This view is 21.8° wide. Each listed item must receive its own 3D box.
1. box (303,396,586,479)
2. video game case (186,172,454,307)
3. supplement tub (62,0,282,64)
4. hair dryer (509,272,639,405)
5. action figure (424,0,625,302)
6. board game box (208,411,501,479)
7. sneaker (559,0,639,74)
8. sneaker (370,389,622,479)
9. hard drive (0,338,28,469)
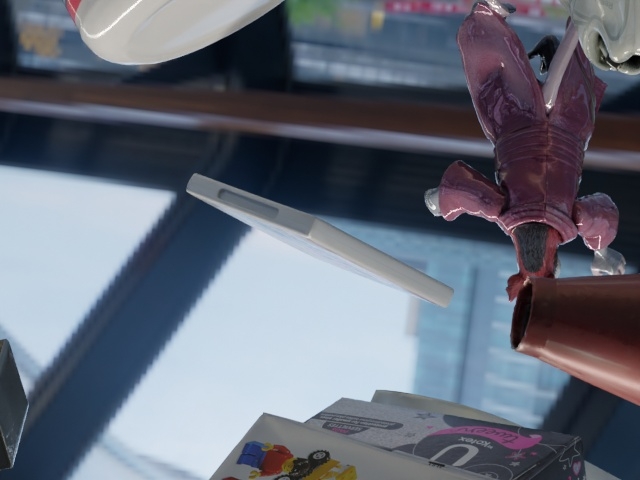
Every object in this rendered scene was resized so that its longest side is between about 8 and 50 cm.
[{"bbox_3d":[0.076,0.230,1.349,0.247,0.142,0.163,7,-157,38],"label":"box"},{"bbox_3d":[0.000,0.000,1.206,0.157,0.019,0.143,28,175,-43],"label":"video game case"},{"bbox_3d":[-0.130,-0.276,1.134,0.191,0.272,0.191,-28,172,-4],"label":"supplement tub"},{"bbox_3d":[0.223,-0.006,0.792,0.293,0.223,0.080,-28,174,-9],"label":"hair dryer"},{"bbox_3d":[0.265,-0.098,1.909,0.248,0.370,0.276,7,148,-8],"label":"action figure"},{"bbox_3d":[-0.022,0.209,0.681,0.193,0.053,0.305,13,-135,31],"label":"board game box"},{"bbox_3d":[0.243,-0.194,1.371,0.110,0.118,0.292,-5,-177,5],"label":"sneaker"},{"bbox_3d":[0.154,0.299,1.581,0.323,0.236,0.130,27,167,-25],"label":"sneaker"},{"bbox_3d":[-0.360,0.184,1.875,0.022,0.094,0.135,-11,-155,3],"label":"hard drive"}]
